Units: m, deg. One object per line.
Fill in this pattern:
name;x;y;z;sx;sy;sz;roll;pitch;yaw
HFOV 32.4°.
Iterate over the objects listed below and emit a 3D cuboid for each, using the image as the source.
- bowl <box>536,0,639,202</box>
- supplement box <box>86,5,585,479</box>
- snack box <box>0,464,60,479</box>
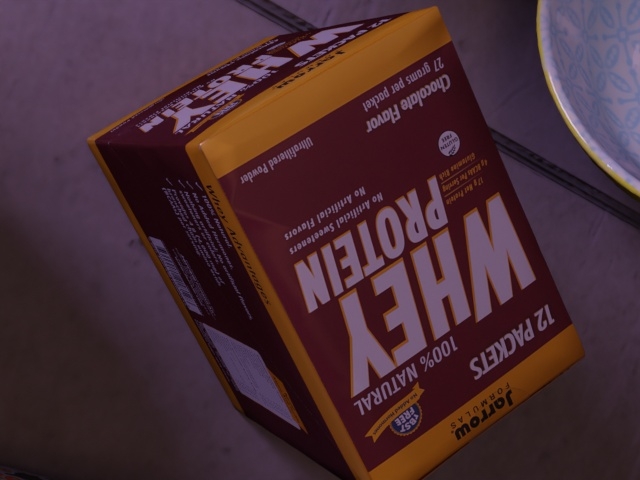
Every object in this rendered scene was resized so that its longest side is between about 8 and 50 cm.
bowl;0.291;-0.121;0.703;0.289;0.289;0.156;-65;157;-6
supplement box;0.000;0.000;0.574;0.129;0.194;0.191;-33;108;-19
snack box;-0.167;0.219;0.579;0.322;0.060;0.187;20;87;-20
